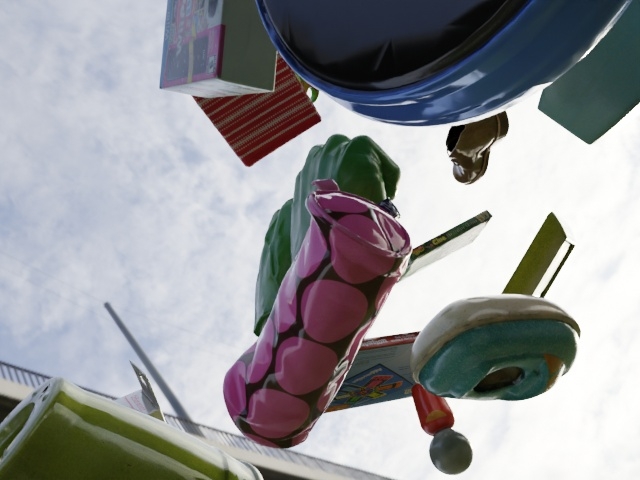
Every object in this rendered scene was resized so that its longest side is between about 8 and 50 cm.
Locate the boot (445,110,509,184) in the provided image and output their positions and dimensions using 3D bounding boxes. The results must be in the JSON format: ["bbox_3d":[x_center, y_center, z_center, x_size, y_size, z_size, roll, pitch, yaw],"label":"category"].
[{"bbox_3d":[0.333,-0.214,1.554,0.115,0.112,0.305,-16,-20,-7],"label":"boot"}]

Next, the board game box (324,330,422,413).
[{"bbox_3d":[0.130,0.219,1.146,0.281,0.027,0.145,-4,-54,-24],"label":"board game box"}]

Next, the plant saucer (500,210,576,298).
[{"bbox_3d":[0.422,0.047,1.264,0.188,0.045,0.188,11,-70,-61],"label":"plant saucer"}]

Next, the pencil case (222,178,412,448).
[{"bbox_3d":[-0.010,0.060,0.522,0.095,0.098,0.209,-4,-51,-49],"label":"pencil case"}]

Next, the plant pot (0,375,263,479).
[{"bbox_3d":[-0.335,0.400,0.997,0.353,0.366,0.366,43,-97,-19],"label":"plant pot"}]

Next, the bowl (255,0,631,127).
[{"bbox_3d":[0.079,-0.287,0.523,0.077,0.391,0.391,0,-69,-44],"label":"bowl"}]

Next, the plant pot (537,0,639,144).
[{"bbox_3d":[0.463,-0.274,1.044,0.165,0.165,0.234,-19,-35,-55],"label":"plant pot"}]

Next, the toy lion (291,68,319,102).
[{"bbox_3d":[-0.022,-0.351,1.479,0.096,0.034,0.100,-15,-68,-44],"label":"toy lion"}]

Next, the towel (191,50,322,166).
[{"bbox_3d":[-0.139,-0.293,1.358,0.198,0.031,0.275,-31,-52,6],"label":"towel"}]

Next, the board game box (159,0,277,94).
[{"bbox_3d":[-0.164,-0.349,1.062,0.097,0.303,0.224,4,-84,-27],"label":"board game box"}]

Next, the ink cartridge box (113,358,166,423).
[{"bbox_3d":[-0.375,0.446,1.407,0.119,0.207,0.354,-22,-81,-24],"label":"ink cartridge box"}]

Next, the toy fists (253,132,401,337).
[{"bbox_3d":[0.000,0.000,0.702,0.096,0.142,0.279,9,-30,-16],"label":"toy fists"}]

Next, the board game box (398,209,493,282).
[{"bbox_3d":[0.299,0.015,1.648,0.259,0.030,0.136,-26,-19,-24],"label":"board game box"}]

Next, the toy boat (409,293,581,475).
[{"bbox_3d":[0.234,0.208,0.960,0.267,0.148,0.318,2,-42,-26],"label":"toy boat"}]
